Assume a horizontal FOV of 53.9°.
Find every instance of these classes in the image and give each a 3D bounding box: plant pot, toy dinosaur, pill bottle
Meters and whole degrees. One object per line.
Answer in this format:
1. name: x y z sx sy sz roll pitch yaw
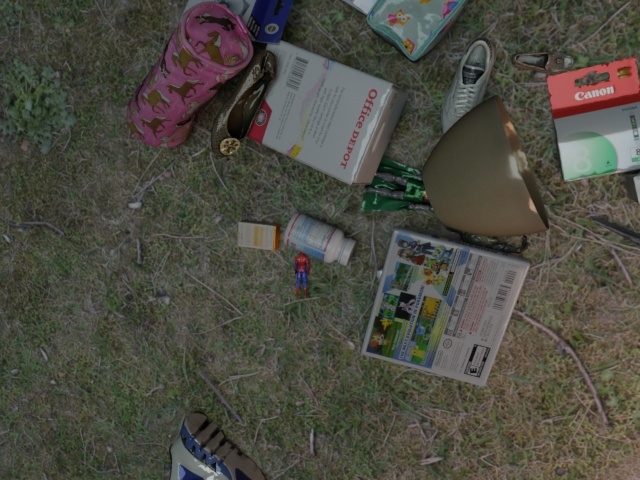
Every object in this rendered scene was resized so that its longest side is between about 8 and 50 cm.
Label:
1. plant pot: 0.319 -0.123 1.275 0.190 0.284 0.284 -21 95 24
2. toy dinosaur: 0.389 0.007 1.392 0.268 0.064 0.118 45 113 -1
3. pill bottle: 0.000 0.000 1.475 0.160 0.087 0.087 23 105 9

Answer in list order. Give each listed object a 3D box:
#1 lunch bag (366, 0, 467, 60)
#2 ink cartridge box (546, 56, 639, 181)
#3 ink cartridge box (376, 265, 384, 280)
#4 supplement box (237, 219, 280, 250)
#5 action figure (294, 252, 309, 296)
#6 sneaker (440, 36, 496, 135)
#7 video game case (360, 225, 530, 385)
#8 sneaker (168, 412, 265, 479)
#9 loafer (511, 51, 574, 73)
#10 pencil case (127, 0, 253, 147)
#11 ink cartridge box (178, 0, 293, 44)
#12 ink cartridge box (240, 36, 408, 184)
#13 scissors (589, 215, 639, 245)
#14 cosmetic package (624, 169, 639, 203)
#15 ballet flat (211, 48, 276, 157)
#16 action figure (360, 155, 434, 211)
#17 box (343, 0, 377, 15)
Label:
1. lunch bag: 0.219 -0.498 1.250 0.160 0.223 0.262 37 107 -3
2. ink cartridge box: 0.576 -0.247 1.296 0.180 0.056 0.225 -10 100 16
3. ink cartridge box: 0.202 0.089 1.457 0.122 0.052 0.089 -19 95 15
4. supplement box: -0.151 -0.013 1.538 0.098 0.036 0.062 7 103 13
5. action figure: -0.046 0.078 1.533 0.038 0.030 0.115 2 96 9
6. sneaker: 0.307 -0.310 1.332 0.090 0.095 0.235 13 106 10
7. video game case: 0.271 0.153 1.416 0.299 0.036 0.329 14 114 4
8. sneaker: -0.289 0.626 1.663 0.315 0.127 0.182 47 112 9
9. loafer: 0.461 -0.371 1.307 0.125 0.039 0.045 6 101 14
10. pencil case: -0.290 -0.344 1.361 0.160 0.167 0.386 23 151 -25
11. ink cartridge box: -0.173 -0.532 1.376 0.223 0.045 0.223 8 65 13
12. ink cartridge box: 0.003 -0.279 1.372 0.306 0.131 0.226 28 106 19
13. scissors: 0.719 0.010 1.327 0.297 0.021 0.109 41 110 5
14. cosmetic package: 0.744 -0.132 1.249 0.239 0.099 0.061 -13 97 16
15. ballet flat: -0.158 -0.284 1.335 0.058 0.084 0.250 38 105 33
16. action figure: 0.215 -0.111 1.414 0.232 0.063 0.137 12 100 9
17. box: 0.105 -0.597 1.358 0.145 0.038 0.186 34 106 6
